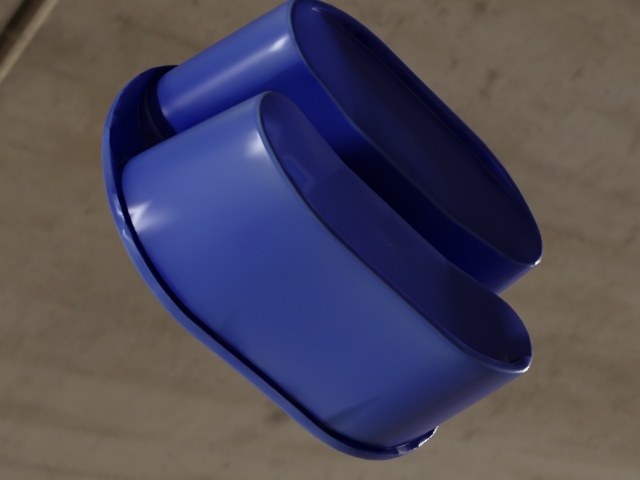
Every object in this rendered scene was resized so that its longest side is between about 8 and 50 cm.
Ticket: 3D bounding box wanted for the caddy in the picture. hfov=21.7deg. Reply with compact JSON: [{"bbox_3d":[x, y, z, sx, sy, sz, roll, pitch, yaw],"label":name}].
[{"bbox_3d":[0.000,0.000,1.169,0.341,0.179,0.241,42,-143,-23],"label":"caddy"}]
